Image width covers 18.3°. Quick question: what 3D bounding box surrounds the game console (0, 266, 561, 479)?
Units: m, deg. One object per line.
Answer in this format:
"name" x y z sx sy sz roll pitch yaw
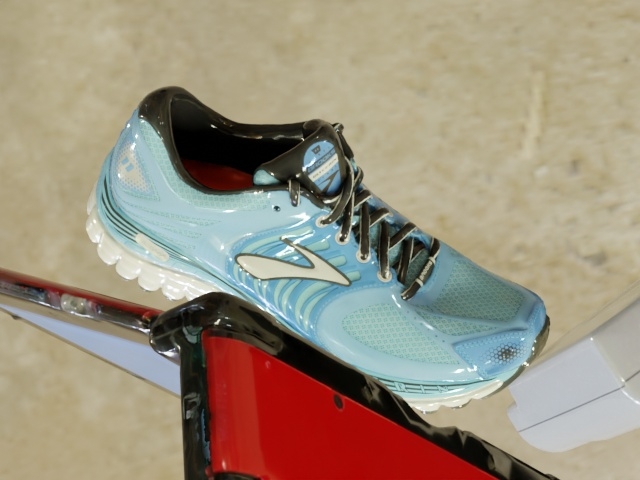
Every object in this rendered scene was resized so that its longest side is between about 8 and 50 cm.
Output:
"game console" -0.009 0.068 0.429 0.085 0.144 0.124 -23 56 29

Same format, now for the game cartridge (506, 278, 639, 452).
"game cartridge" 0.225 -0.010 0.888 0.062 0.297 0.198 55 166 0

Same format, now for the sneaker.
"sneaker" 0.000 0.000 0.651 0.162 0.063 0.073 23 131 6
